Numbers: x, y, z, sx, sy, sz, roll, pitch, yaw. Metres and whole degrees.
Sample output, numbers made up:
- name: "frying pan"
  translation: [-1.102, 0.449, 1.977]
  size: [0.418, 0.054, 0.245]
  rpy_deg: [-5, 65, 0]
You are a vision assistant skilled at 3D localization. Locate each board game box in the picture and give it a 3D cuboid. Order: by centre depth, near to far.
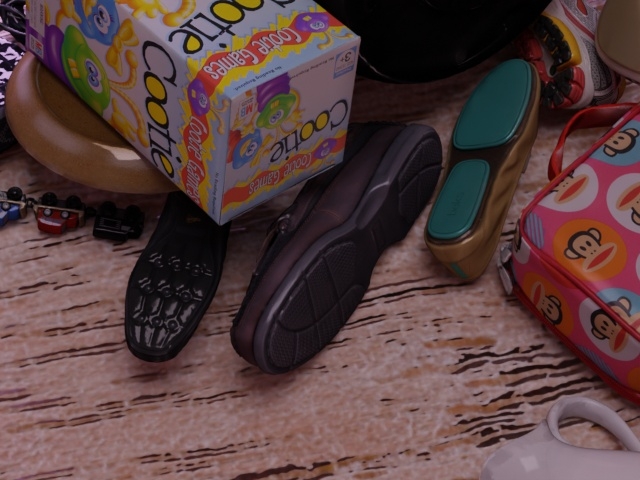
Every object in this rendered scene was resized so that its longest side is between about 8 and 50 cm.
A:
- name: "board game box"
  translation: [-0.114, -0.167, 1.604]
  size: [0.144, 0.142, 0.275]
  rpy_deg: [-29, 56, -32]

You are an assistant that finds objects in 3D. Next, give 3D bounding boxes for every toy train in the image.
- name: "toy train"
  translation: [-0.236, -0.022, 1.686]
  size: [0.158, 0.027, 0.036]
  rpy_deg: [9, 68, -1]

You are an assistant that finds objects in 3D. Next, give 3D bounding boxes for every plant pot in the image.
- name: "plant pot"
  translation: [-0.164, -0.134, 1.688]
  size: [0.236, 0.032, 0.236]
  rpy_deg: [4, 44, -4]

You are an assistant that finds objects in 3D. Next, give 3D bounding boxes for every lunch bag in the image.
- name: "lunch bag"
  translation: [0.310, -0.017, 1.682]
  size: [0.293, 0.120, 0.258]
  rpy_deg: [-37, 67, -24]

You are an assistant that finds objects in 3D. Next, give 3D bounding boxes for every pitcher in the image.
- name: "pitcher"
  translation: [0.252, 0.211, 1.543]
  size: [0.207, 0.125, 0.178]
  rpy_deg: [24, 42, 22]

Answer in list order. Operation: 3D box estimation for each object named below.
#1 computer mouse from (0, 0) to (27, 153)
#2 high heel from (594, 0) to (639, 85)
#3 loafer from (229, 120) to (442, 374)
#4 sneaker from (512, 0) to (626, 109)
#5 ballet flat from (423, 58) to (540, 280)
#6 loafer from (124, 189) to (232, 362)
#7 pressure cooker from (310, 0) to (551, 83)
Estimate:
- name: "computer mouse"
  translation: [-0.314, -0.120, 1.720]
  size: [0.272, 0.072, 0.188]
  rpy_deg: [-29, 62, -35]
- name: "high heel"
  translation: [0.346, -0.205, 1.781]
  size: [0.186, 0.093, 0.261]
  rpy_deg: [16, 36, -24]
- name: "loafer"
  translation: [0.000, 0.000, 1.665]
  size: [0.095, 0.109, 0.302]
  rpy_deg: [17, 49, 28]
- name: "sneaker"
  translation: [0.226, -0.208, 1.830]
  size: [0.092, 0.088, 0.225]
  rpy_deg: [9, 48, -32]
- name: "ballet flat"
  translation: [0.152, -0.063, 1.729]
  size: [0.080, 0.073, 0.232]
  rpy_deg: [2, 52, 34]
- name: "loafer"
  translation: [-0.117, 0.019, 1.639]
  size: [0.076, 0.078, 0.223]
  rpy_deg: [12, 53, 4]
- name: "pressure cooker"
  translation: [0.022, -0.386, 1.729]
  size: [0.375, 0.370, 0.420]
  rpy_deg: [-37, 56, -19]
